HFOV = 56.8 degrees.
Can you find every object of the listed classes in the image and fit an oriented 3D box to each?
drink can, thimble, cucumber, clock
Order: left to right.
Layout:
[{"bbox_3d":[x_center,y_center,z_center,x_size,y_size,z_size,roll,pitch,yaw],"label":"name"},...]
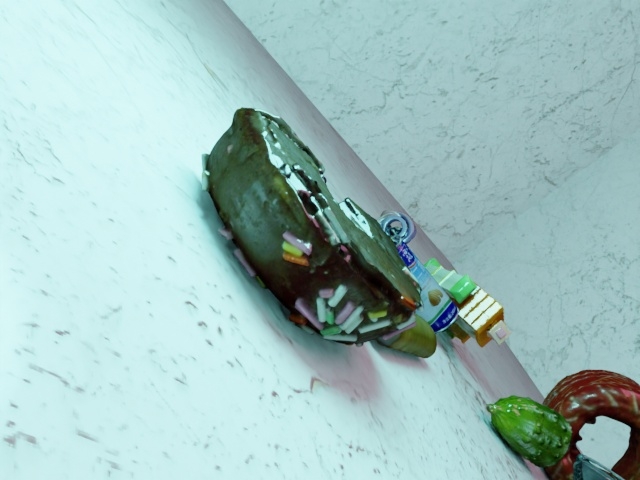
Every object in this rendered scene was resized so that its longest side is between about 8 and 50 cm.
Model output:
[{"bbox_3d":[0.218,0.104,1.371,0.235,0.097,0.097,50,12,-15],"label":"drink can"},{"bbox_3d":[0.364,0.173,1.526,0.220,0.106,0.255,49,-5,-12],"label":"clock"},{"bbox_3d":[0.445,0.406,1.312,0.244,0.134,0.134,32,21,-33],"label":"cucumber"},{"bbox_3d":[0.740,0.526,1.558,0.350,0.350,0.230,54,10,7],"label":"thimble"}]

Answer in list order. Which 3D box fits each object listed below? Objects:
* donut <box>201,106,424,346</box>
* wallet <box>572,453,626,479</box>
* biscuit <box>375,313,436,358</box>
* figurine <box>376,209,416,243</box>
[{"bbox_3d":[0.005,0.014,0.738,0.345,0.136,0.259,37,21,-49],"label":"donut"},{"bbox_3d":[0.654,0.643,1.294,0.237,0.075,0.342,36,26,9],"label":"wallet"},{"bbox_3d":[0.108,0.098,1.056,0.237,0.062,0.290,58,11,28],"label":"biscuit"},{"bbox_3d":[0.201,-0.017,1.686,0.157,0.114,0.126,114,-24,-72],"label":"figurine"}]
